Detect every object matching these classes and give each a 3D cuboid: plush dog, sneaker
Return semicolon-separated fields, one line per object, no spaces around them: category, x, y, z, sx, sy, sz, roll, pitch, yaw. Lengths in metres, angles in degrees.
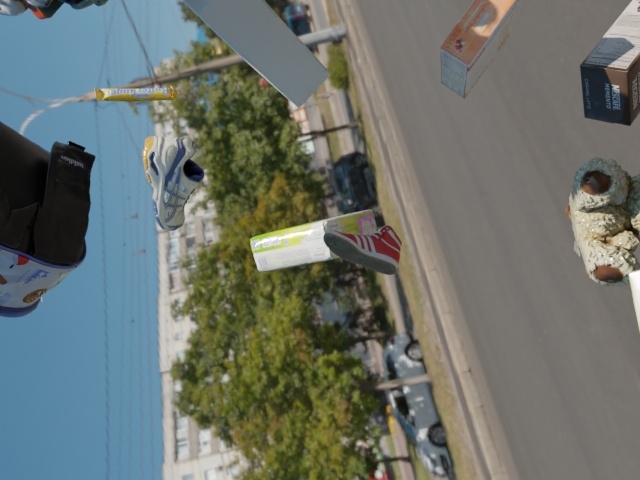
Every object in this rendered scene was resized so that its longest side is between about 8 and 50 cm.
plush dog;0.628;-0.062;1.332;0.210;0.225;0.263;-56;-47;-73
sneaker;0.065;0.000;0.982;0.042;0.118;0.067;120;175;-54
sneaker;-0.350;-0.130;1.634;0.296;0.130;0.112;93;172;-52

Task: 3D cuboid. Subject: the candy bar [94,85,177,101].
candy bar;-0.373;-0.296;1.337;0.018;0.161;0.040;108;146;-43

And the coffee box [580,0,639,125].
coffee box;0.629;-0.366;1.322;0.098;0.246;0.141;25;156;41

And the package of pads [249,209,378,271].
package of pads;0.000;0.000;1.672;0.296;0.229;0.101;-16;-86;-60

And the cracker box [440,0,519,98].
cracker box;0.297;-0.376;1.251;0.067;0.156;0.232;37;-176;9

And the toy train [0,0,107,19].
toy train;-0.341;-0.437;0.930;0.142;0.190;0.334;54;-131;-42

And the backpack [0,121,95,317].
backpack;-0.416;-0.036;0.796;0.276;0.213;0.263;28;-162;-49

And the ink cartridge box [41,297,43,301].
ink cartridge box;-0.443;-0.020;1.060;0.109;0.062;0.209;41;139;52

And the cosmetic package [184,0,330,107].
cosmetic package;-0.176;-0.428;1.179;0.284;0.097;0.377;30;-164;-52

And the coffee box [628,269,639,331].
coffee box;0.711;0.196;0.978;0.337;0.334;0.338;17;-118;-41
